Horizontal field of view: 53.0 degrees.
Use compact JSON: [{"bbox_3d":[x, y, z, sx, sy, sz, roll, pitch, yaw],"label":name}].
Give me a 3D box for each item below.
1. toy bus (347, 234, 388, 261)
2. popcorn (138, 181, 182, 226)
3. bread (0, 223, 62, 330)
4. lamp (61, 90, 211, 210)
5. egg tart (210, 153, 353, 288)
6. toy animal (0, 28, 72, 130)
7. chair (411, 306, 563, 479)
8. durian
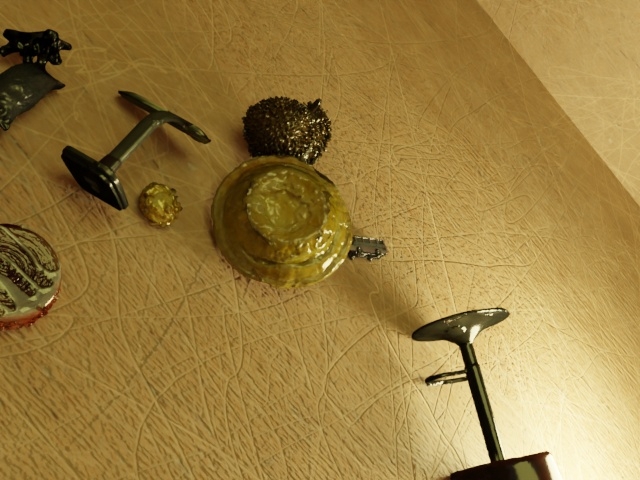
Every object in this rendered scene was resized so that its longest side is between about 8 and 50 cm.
[{"bbox_3d":[0.100,0.017,1.494,0.130,0.037,0.052,6,59,-40],"label":"toy bus"},{"bbox_3d":[-0.295,-0.069,1.184,0.082,0.057,0.083,40,48,-7],"label":"popcorn"},{"bbox_3d":[-0.463,0.054,0.947,0.160,0.073,0.161,22,51,-31],"label":"bread"},{"bbox_3d":[-0.355,-0.193,1.156,0.203,0.125,0.283,27,48,14],"label":"lamp"},{"bbox_3d":[-0.069,-0.050,1.254,0.290,0.115,0.290,4,68,-11],"label":"egg tart"},{"bbox_3d":[-0.516,-0.260,1.108,0.117,0.121,0.210,68,36,-63],"label":"toy animal"},{"bbox_3d":[0.351,0.365,1.364,0.226,0.226,0.401,6,60,-39],"label":"chair"},{"bbox_3d":[-0.066,-0.241,1.385,0.196,0.196,0.167,-18,72,-46],"label":"durian"}]
